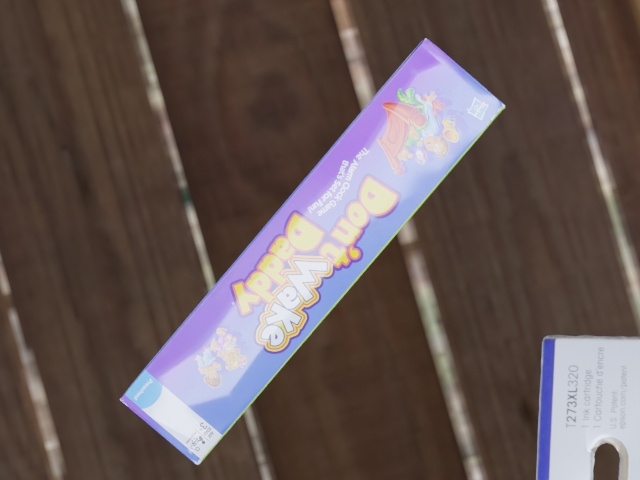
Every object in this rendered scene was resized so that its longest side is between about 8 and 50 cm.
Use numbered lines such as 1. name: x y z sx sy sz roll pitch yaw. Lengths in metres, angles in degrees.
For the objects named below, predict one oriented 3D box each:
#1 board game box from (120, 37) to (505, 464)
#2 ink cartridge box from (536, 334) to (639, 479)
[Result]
1. board game box: 0.000 0.000 1.394 0.347 0.078 0.233 -50 180 7
2. ink cartridge box: 0.281 0.132 0.800 0.370 0.176 0.069 0 169 22
